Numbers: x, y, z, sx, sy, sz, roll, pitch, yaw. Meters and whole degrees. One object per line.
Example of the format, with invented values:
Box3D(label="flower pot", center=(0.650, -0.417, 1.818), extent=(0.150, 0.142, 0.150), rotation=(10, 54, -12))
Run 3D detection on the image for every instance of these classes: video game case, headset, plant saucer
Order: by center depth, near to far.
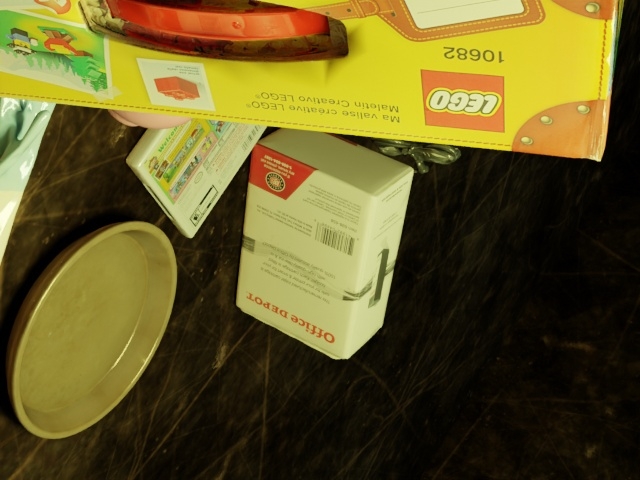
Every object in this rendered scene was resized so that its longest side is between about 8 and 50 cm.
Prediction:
Box3D(label="plant saucer", center=(-0.269, 0.100, 1.378), extent=(0.278, 0.041, 0.278), rotation=(-46, 151, -36))
Box3D(label="video game case", center=(-0.139, -0.132, 1.444), extent=(0.212, 0.023, 0.193), rotation=(-57, 155, -15))
Box3D(label="headset", center=(0.175, -0.254, 1.774), extent=(0.243, 0.185, 0.394), rotation=(90, 23, -44))

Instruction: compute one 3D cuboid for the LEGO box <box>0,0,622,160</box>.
Box3D(label="LEGO box", center=(-0.024, -0.278, 0.846), extent=(0.193, 0.500, 0.372), rotation=(78, 24, -52))

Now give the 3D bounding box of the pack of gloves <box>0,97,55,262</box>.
Box3D(label="pack of gloves", center=(-0.322, -0.067, 1.104), extent=(0.195, 0.046, 0.232), rotation=(1, 112, -65))

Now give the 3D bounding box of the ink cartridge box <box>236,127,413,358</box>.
Box3D(label="ink cartridge box", center=(0.000, 0.000, 1.640), extent=(0.114, 0.197, 0.273), rotation=(-35, 143, -49))

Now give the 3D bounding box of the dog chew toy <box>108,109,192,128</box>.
Box3D(label="dog chew toy", center=(-0.112, -0.242, 1.155), extent=(0.332, 0.206, 0.206), rotation=(-50, 166, 30))
